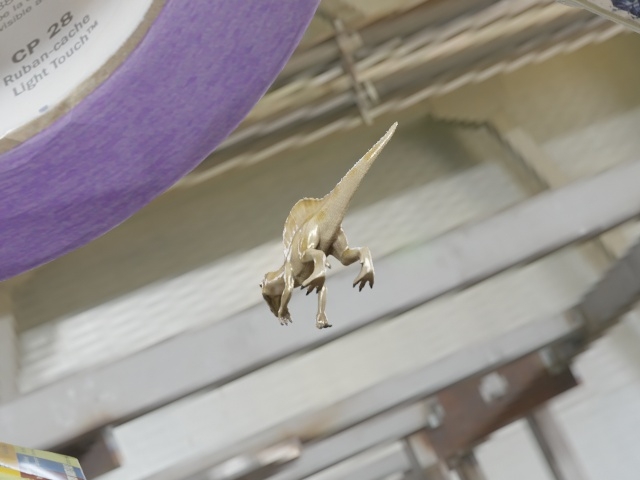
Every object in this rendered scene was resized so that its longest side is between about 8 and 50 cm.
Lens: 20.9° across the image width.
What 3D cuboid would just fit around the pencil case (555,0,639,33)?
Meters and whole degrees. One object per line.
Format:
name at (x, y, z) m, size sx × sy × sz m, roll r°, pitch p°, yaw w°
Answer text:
pencil case at (0.187, -0.225, 1.190) m, size 0.183 × 0.410 × 0.160 m, roll -47°, pitch -45°, yaw -14°

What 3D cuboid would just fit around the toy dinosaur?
toy dinosaur at (0.000, 0.000, 1.252) m, size 0.053 × 0.092 × 0.183 m, roll 14°, pitch -54°, yaw -34°

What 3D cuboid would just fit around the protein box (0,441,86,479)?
protein box at (-0.278, 0.232, 1.166) m, size 0.200 × 0.201 × 0.136 m, roll 15°, pitch -1°, yaw -12°

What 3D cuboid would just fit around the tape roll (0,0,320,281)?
tape roll at (-0.130, -0.114, 0.457) m, size 0.275 × 0.090 × 0.274 m, roll -12°, pitch -51°, yaw -14°
